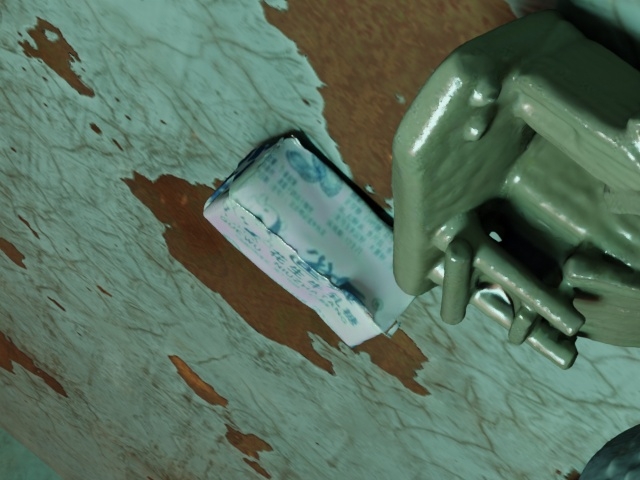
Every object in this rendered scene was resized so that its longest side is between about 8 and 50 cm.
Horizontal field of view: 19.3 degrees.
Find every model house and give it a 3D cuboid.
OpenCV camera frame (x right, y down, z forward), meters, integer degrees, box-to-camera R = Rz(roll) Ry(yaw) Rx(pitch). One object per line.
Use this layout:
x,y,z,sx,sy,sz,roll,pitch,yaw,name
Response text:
0.143,-0.013,1.017,0.188,0.122,0.229,32,155,16,model house

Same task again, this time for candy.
0.000,0.000,1.360,0.160,0.073,0.092,42,164,-6,candy

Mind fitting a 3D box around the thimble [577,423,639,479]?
0.270,0.214,1.136,0.172,0.205,0.236,-13,106,57,thimble
